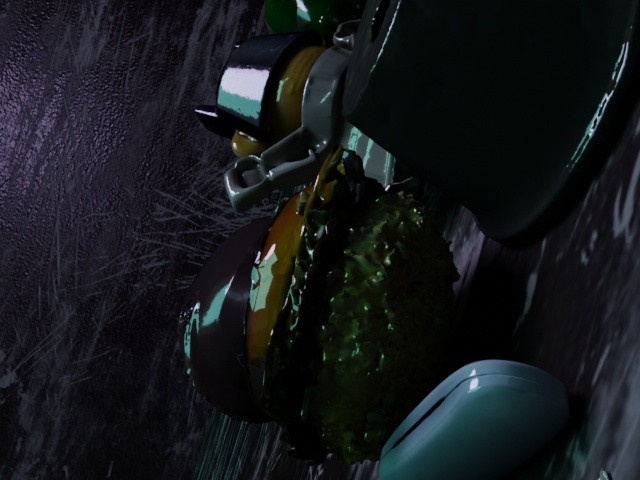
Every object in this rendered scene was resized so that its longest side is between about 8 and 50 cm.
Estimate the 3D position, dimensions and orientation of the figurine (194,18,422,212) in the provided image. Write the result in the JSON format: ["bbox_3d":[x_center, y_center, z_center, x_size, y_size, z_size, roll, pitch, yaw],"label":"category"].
[{"bbox_3d":[-0.001,-0.153,0.898,0.308,0.308,0.143,-84,-7,-55],"label":"figurine"}]

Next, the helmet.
[{"bbox_3d":[-0.067,0.093,1.157,0.177,0.224,0.305,-54,23,34],"label":"helmet"}]

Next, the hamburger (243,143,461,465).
[{"bbox_3d":[0.032,0.057,0.639,0.262,0.138,0.243,56,-134,-63],"label":"hamburger"}]

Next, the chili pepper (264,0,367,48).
[{"bbox_3d":[0.052,-0.346,1.202,0.233,0.248,0.257,-60,27,18],"label":"chili pepper"}]

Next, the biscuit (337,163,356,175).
[{"bbox_3d":[0.023,-0.066,1.487,0.183,0.038,0.174,122,165,-62],"label":"biscuit"}]

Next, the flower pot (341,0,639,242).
[{"bbox_3d":[0.116,-0.148,0.626,0.269,0.166,0.269,-160,90,-82],"label":"flower pot"}]

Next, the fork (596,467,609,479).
[{"bbox_3d":[0.137,0.158,0.376,0.115,0.012,0.016,-74,11,-46],"label":"fork"}]

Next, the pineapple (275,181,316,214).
[{"bbox_3d":[0.004,0.000,0.963,0.176,0.161,0.137,65,172,-30],"label":"pineapple"}]

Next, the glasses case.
[{"bbox_3d":[0.093,0.127,0.521,0.178,0.067,0.045,118,166,-52],"label":"glasses case"}]
